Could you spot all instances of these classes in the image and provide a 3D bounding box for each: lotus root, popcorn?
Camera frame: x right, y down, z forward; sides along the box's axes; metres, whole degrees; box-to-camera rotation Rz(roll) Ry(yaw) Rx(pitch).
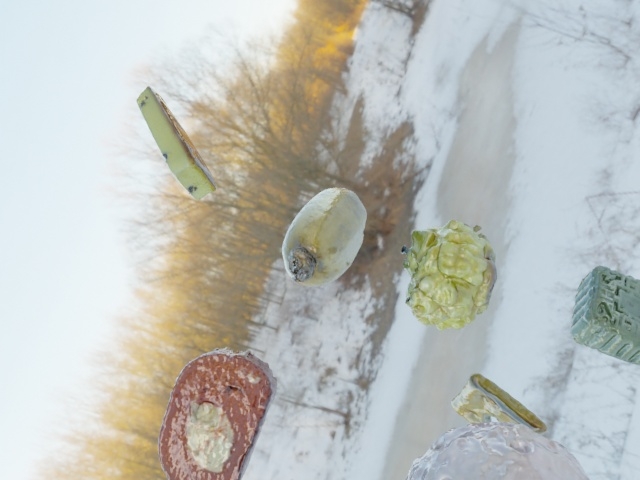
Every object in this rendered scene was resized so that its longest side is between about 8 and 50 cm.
[{"bbox_3d":[0.000,0.000,1.452,0.343,0.151,0.169,-49,-30,-56],"label":"lotus root"},{"bbox_3d":[0.233,0.062,1.250,0.218,0.169,0.189,94,180,-71],"label":"popcorn"}]

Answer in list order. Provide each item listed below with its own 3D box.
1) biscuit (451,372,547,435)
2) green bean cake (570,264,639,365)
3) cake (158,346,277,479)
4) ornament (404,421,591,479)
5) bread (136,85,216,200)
[{"bbox_3d":[0.355,0.353,1.386,0.039,0.174,0.183,-47,-13,-27],"label":"biscuit"},{"bbox_3d":[0.778,0.193,1.751,0.125,0.227,0.223,112,-177,-51],"label":"green bean cake"},{"bbox_3d":[-0.195,0.333,1.270,0.151,0.176,0.283,80,-149,-85],"label":"cake"},{"bbox_3d":[0.212,0.343,0.805,0.225,0.259,0.260,39,-116,-52],"label":"ornament"},{"bbox_3d":[-0.254,-0.171,1.178,0.049,0.226,0.088,-35,-35,2],"label":"bread"}]
